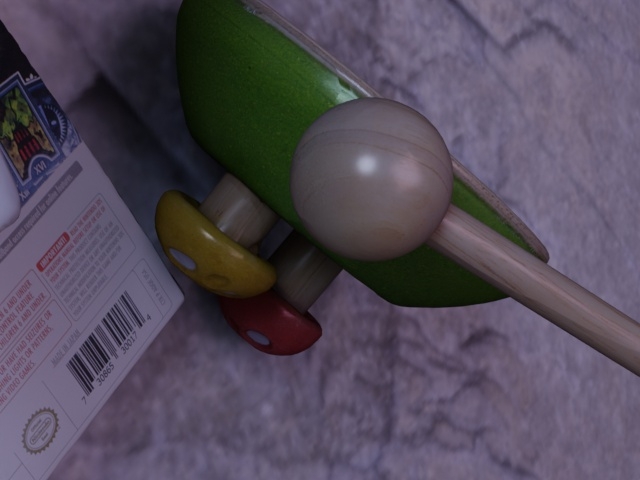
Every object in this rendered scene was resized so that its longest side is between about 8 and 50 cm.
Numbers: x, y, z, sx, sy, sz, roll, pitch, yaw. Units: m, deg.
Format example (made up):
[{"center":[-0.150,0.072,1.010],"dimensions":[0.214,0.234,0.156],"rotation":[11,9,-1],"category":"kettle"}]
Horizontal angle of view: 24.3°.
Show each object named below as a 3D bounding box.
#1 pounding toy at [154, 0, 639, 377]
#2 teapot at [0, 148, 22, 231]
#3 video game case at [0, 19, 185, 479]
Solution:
[{"center":[0.000,0.000,0.584],"dimensions":[0.183,0.237,0.110],"rotation":[39,92,-32],"category":"pounding toy"},{"center":[-0.137,-0.155,0.397],"dimensions":[0.256,0.252,0.187],"rotation":[-58,143,-20],"category":"teapot"},{"center":[-0.164,0.020,0.479],"dimensions":[0.210,0.042,0.232],"rotation":[59,47,-29],"category":"video game case"}]
